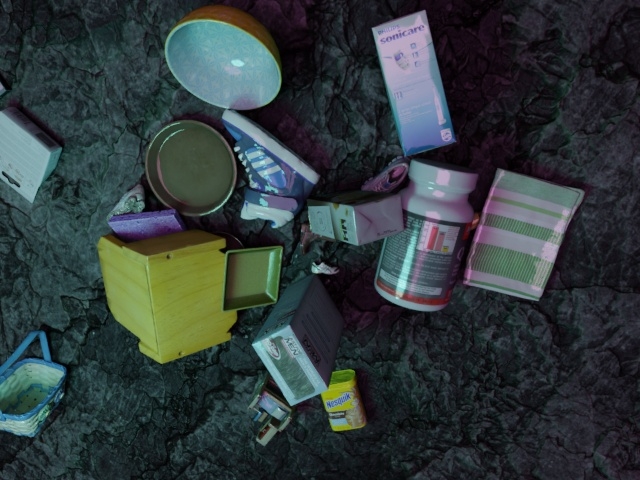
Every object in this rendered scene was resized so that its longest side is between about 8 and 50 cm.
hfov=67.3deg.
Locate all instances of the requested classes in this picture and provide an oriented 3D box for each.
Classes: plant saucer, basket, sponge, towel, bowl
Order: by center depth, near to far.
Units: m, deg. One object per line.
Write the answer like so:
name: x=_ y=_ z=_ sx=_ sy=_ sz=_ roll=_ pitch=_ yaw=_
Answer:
bowl: x=-0.227 y=-0.486 z=1.217 sx=0.289 sy=0.289 sz=0.156 roll=6 pitch=63 yaw=7
towel: x=0.536 y=-0.007 z=1.289 sx=0.247 sy=0.038 sz=0.325 roll=13 pitch=107 yaw=-6
plant saucer: x=-0.370 y=-0.208 z=1.393 sx=0.277 sy=0.041 sz=0.278 roll=2 pitch=106 yaw=9
plant saucer: x=-0.208 y=0.104 z=1.409 sx=0.045 sy=0.188 sz=0.188 roll=27 pitch=115 yaw=47
sponge: x=-0.509 y=-0.034 z=1.437 sx=0.210 sy=0.031 sz=0.117 roll=-6 pitch=139 yaw=9
plant saucer: x=-0.299 y=0.051 z=1.459 sx=0.168 sy=0.029 sz=0.168 roll=2 pitch=105 yaw=7
basket: x=-0.959 y=0.469 z=1.566 sx=0.201 sy=0.255 sz=0.289 roll=8 pitch=125 yaw=8

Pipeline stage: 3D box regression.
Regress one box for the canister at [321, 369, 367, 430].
canister: x=0.070 y=0.502 z=1.505 sx=0.126 sy=0.073 sz=0.170 roll=-13 pitch=104 yaw=12

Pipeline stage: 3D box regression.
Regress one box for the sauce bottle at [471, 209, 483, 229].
sauce bottle: x=0.431 y=-0.059 z=1.311 sx=0.128 sy=0.042 sz=0.042 roll=-24 pitch=100 yaw=13

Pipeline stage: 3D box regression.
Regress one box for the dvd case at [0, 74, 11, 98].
dvd case: x=-1.054 y=-0.502 z=1.421 sx=0.179 sy=0.029 sz=0.239 roll=-28 pitch=100 yaw=15

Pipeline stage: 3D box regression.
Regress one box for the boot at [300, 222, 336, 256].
boot: x=0.000 y=0.000 z=1.398 sx=0.114 sy=0.037 sz=0.106 roll=4 pitch=108 yaw=3

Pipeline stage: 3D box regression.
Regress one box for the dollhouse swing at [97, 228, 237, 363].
dollhouse swing: x=-0.466 y=0.129 z=1.464 sx=0.315 sy=0.305 sz=0.347 roll=-15 pitch=118 yaw=-31

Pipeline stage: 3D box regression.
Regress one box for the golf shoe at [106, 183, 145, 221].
golf shoe: x=-0.578 y=-0.105 z=1.448 sx=0.176 sy=0.086 sz=0.069 roll=-26 pitch=139 yaw=33

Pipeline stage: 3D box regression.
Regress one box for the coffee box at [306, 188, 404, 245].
coffee box: x=0.082 y=-0.067 z=1.237 sx=0.141 sy=0.246 sz=0.098 roll=-16 pitch=105 yaw=-26

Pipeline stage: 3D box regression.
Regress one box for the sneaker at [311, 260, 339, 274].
sneaker: x=0.015 y=0.078 z=1.417 sx=0.083 sy=0.032 sz=0.037 roll=1 pitch=104 yaw=7

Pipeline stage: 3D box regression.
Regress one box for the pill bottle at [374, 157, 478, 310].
pill bottle: x=0.278 y=-0.018 z=1.257 sx=0.210 sy=0.210 sz=0.363 roll=13 pitch=107 yaw=5

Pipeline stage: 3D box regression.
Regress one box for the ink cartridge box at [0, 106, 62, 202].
ink cartridge box: x=-0.906 y=-0.257 z=1.467 sx=0.189 sy=0.066 sz=0.232 roll=40 pitch=128 yaw=-4

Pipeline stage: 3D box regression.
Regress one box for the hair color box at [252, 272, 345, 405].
hair color box: x=-0.042 y=0.244 z=1.292 sx=0.113 sy=0.374 sz=0.185 roll=-28 pitch=99 yaw=15

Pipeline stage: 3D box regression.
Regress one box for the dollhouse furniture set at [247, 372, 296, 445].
dollhouse furniture set: x=-0.178 y=0.553 z=1.527 sx=0.129 sy=0.129 sz=0.184 roll=36 pitch=107 yaw=-2

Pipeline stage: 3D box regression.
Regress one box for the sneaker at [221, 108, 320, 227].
sneaker: x=-0.185 y=-0.177 z=1.322 sx=0.322 sy=0.130 sz=0.236 roll=36 pitch=101 yaw=-9

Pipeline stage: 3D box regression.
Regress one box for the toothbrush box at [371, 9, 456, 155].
toothbrush box: x=0.224 y=-0.371 z=1.165 sx=0.126 sy=0.216 sz=0.296 roll=-14 pitch=104 yaw=12

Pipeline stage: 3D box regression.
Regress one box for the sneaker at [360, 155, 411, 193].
sneaker: x=0.169 y=-0.152 z=1.304 sx=0.071 sy=0.083 sz=0.191 roll=41 pitch=108 yaw=-6
